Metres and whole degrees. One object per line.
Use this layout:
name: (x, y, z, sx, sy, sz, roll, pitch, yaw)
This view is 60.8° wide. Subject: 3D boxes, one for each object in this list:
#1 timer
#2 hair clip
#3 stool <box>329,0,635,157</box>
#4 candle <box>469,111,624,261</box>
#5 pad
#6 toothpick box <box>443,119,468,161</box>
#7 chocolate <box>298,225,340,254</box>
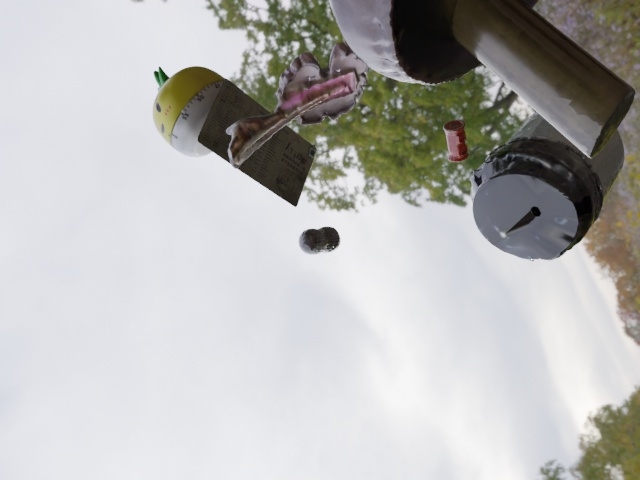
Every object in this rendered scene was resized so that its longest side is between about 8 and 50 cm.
timer: (-0.401, -0.414, 1.636, 0.285, 0.285, 0.285, 34, -135, -41)
hair clip: (-0.049, -0.237, 0.968, 0.069, 0.300, 0.173, 50, 166, 21)
stool: (0.149, -0.204, 0.335, 0.178, 0.272, 0.272, 35, -159, 27)
candle: (0.437, -0.130, 1.031, 0.342, 0.221, 0.221, -44, -72, -37)
pad: (-0.120, -0.199, 1.135, 0.265, 0.009, 0.160, 33, -116, -33)
toothpick box: (0.293, -0.212, 1.173, 0.047, 0.047, 0.083, -71, -30, -47)
chocolate: (0.000, 0.000, 1.408, 0.167, 0.072, 0.072, -6, -105, -61)
